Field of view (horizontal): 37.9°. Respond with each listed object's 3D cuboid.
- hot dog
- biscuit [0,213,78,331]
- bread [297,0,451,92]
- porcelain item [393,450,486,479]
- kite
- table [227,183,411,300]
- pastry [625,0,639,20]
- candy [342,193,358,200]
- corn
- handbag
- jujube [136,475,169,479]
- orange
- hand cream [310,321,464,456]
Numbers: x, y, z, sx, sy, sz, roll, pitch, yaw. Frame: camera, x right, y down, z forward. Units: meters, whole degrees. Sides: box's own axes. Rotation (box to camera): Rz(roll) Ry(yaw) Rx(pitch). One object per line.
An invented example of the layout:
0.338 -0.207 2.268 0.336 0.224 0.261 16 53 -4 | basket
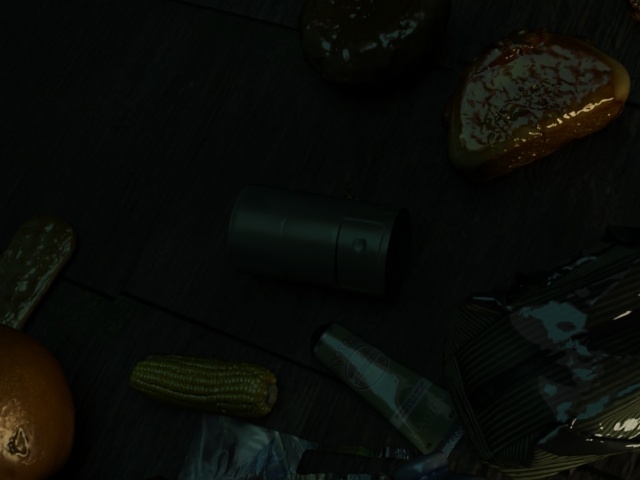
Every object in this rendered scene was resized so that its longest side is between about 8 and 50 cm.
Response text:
0.273 -0.193 1.255 0.256 0.150 0.153 -25 70 3 | hot dog
-0.458 0.067 1.391 0.118 0.029 0.247 23 73 24 | biscuit
0.079 -0.321 1.380 0.230 0.123 0.230 -8 64 17 | bread
0.161 0.363 1.027 0.141 0.141 0.259 -25 71 2 | porcelain item
-0.037 0.314 1.168 0.309 0.015 0.169 3 66 19 | kite
0.000 0.000 1.244 0.220 0.126 0.126 9 68 19 | table
0.506 -0.366 1.322 0.169 0.063 0.087 -26 70 -4 | pastry
0.063 -0.035 1.307 0.083 0.025 0.023 40 108 18 | candy
-0.153 0.189 1.228 0.203 0.072 0.072 4 66 18 | corn
0.304 0.117 1.043 0.340 0.240 0.247 -25 68 0 | handbag
-0.275 0.370 1.129 0.236 0.168 0.168 -27 61 -9 | jujube
-0.440 0.233 1.176 0.261 0.261 0.261 -6 64 12 | orange
0.082 0.179 1.181 0.235 0.055 0.086 36 78 19 | hand cream
